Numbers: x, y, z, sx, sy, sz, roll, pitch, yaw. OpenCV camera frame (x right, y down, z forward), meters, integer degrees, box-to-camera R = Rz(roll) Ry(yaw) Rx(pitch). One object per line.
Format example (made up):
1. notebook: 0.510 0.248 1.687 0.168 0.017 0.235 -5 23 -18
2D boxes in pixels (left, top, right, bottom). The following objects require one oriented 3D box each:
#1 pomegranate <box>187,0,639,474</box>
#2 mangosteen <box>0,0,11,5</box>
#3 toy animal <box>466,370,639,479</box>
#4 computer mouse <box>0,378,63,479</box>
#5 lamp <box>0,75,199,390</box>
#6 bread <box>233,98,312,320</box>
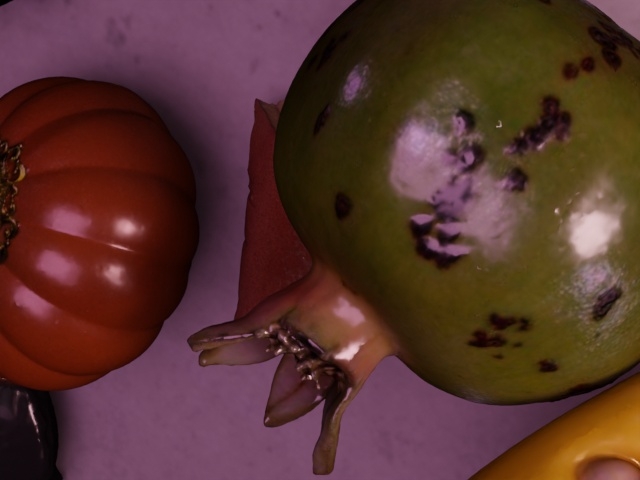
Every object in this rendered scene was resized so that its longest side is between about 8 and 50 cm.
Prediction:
1. pomegranate: 0.081 -0.017 1.091 0.291 0.323 0.291 39 150 27
2. mangosteen: -0.264 -0.257 1.195 0.211 0.250 0.211 -1 85 9
3. toy animal: 0.198 0.250 1.098 0.247 0.277 0.345 57 140 33
4. computer mouse: -0.346 0.116 1.379 0.323 0.116 0.183 33 115 8
5. lamp: -0.182 -0.006 1.255 0.223 0.196 0.223 -18 65 44
6. bread: -0.001 0.000 1.265 0.119 0.067 0.192 7 104 16
